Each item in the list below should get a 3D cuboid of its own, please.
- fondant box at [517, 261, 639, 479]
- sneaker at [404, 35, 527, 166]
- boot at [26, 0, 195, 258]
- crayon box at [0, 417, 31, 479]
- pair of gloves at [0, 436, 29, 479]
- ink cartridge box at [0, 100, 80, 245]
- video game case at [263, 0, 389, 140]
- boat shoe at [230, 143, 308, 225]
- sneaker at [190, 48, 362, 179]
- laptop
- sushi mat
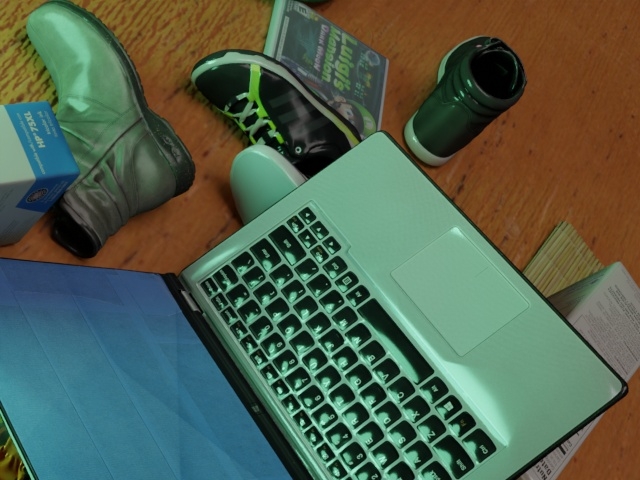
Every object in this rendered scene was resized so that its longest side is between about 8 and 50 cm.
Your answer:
[{"bbox_3d":[0.181,0.168,1.200,0.096,0.238,0.330,56,42,0],"label":"fondant box"},{"bbox_3d":[0.223,-0.218,1.561,0.104,0.147,0.296,44,42,-7],"label":"sneaker"},{"bbox_3d":[-0.242,-0.114,1.136,0.161,0.083,0.246,-34,87,-42],"label":"boot"},{"bbox_3d":[-0.307,0.181,0.877,0.323,0.083,0.203,39,44,-17],"label":"crayon box"},{"bbox_3d":[-0.215,0.188,0.884,0.083,0.010,0.074,40,43,-15],"label":"pair of gloves"},{"bbox_3d":[-0.333,-0.041,0.962,0.231,0.134,0.078,-12,71,-45],"label":"ink cartridge box"},{"bbox_3d":[0.006,-0.197,1.448,0.173,0.022,0.190,30,47,-24],"label":"video game case"},{"bbox_3d":[0.000,0.000,1.273,0.258,0.095,0.084,57,37,-11],"label":"boat shoe"},{"bbox_3d":[-0.041,-0.124,1.312,0.234,0.084,0.097,29,49,-24],"label":"sneaker"},{"bbox_3d":[-0.037,0.068,0.976,0.382,0.408,0.236,51,-5,37],"label":"laptop"},{"bbox_3d":[0.305,0.101,1.517,0.151,0.019,0.316,51,43,-4],"label":"sushi mat"}]
